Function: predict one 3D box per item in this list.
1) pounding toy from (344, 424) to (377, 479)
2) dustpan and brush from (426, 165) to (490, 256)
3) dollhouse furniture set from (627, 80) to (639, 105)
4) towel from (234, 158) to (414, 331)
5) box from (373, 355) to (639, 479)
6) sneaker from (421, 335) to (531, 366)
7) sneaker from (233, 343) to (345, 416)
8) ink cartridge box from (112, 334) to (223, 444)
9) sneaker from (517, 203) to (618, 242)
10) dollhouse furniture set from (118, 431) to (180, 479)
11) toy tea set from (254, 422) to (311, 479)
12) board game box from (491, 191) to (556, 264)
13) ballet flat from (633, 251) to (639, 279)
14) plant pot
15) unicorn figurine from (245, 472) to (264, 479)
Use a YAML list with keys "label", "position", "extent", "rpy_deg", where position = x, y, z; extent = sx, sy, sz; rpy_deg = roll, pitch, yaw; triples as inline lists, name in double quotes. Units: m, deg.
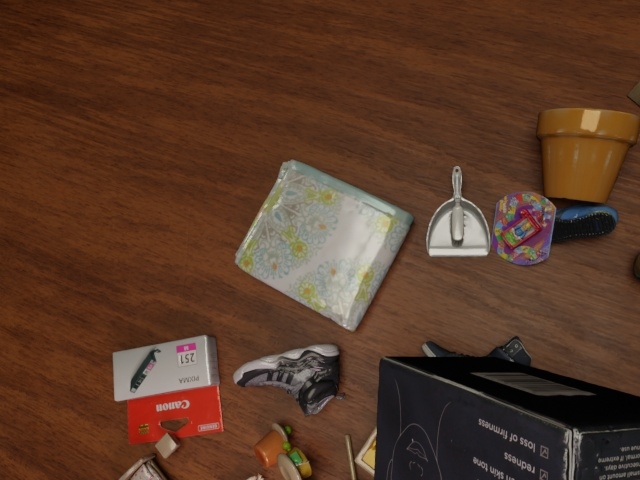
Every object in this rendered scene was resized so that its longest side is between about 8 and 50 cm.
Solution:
- label: "pounding toy"
  position: [0.123, 0.487, 1.240]
  extent: [0.181, 0.094, 0.206]
  rpy_deg: [32, 87, 20]
- label: "dustpan and brush"
  position: [0.327, -0.069, 1.333]
  extent: [0.148, 0.060, 0.210]
  rpy_deg: [-1, 77, 15]
- label: "dollhouse furniture set"
  position: [0.836, -0.352, 1.279]
  extent: [0.151, 0.123, 0.144]
  rpy_deg: [-27, 68, -29]
- label: "towel"
  position: [0.000, 0.000, 1.396]
  extent: [0.375, 0.090, 0.320]
  rpy_deg: [27, 88, 19]
- label: "box"
  position: [0.317, 0.463, 0.908]
  extent: [0.298, 0.480, 0.470]
  rpy_deg: [6, 88, -22]
- label: "sneaker"
  position: [0.352, 0.253, 1.231]
  extent: [0.226, 0.086, 0.163]
  rpy_deg: [36, 95, 14]
- label: "sneaker"
  position: [-0.074, 0.344, 1.322]
  extent: [0.269, 0.101, 0.152]
  rpy_deg: [-16, 71, 9]
- label: "ink cartridge box"
  position: [-0.393, 0.383, 1.426]
  extent: [0.276, 0.060, 0.238]
  rpy_deg: [-12, 73, 12]
- label: "sneaker"
  position: [0.559, -0.044, 1.270]
  extent: [0.210, 0.082, 0.069]
  rpy_deg: [-5, 112, 30]
- label: "dollhouse furniture set"
  position: [-0.410, 0.690, 1.291]
  extent: [0.303, 0.174, 0.355]
  rpy_deg: [42, 92, 19]
- label: "toy tea set"
  position: [-0.010, 0.544, 1.247]
  extent: [0.124, 0.200, 0.336]
  rpy_deg: [-25, 68, -31]
- label: "board game box"
  position: [0.453, -0.027, 1.266]
  extent: [0.133, 0.033, 0.168]
  rpy_deg: [12, 101, 34]
- label: "ballet flat"
  position: [0.794, -0.005, 1.101]
  extent: [0.343, 0.124, 0.116]
  rpy_deg: [-33, 89, 27]
- label: "plant pot"
  position: [0.575, -0.180, 1.233]
  extent: [0.205, 0.205, 0.187]
  rpy_deg: [9, 96, 17]
- label: "unicorn figurine"
  position: [-0.166, 0.603, 1.309]
  extent: [0.162, 0.060, 0.111]
  rpy_deg: [40, 89, 20]
